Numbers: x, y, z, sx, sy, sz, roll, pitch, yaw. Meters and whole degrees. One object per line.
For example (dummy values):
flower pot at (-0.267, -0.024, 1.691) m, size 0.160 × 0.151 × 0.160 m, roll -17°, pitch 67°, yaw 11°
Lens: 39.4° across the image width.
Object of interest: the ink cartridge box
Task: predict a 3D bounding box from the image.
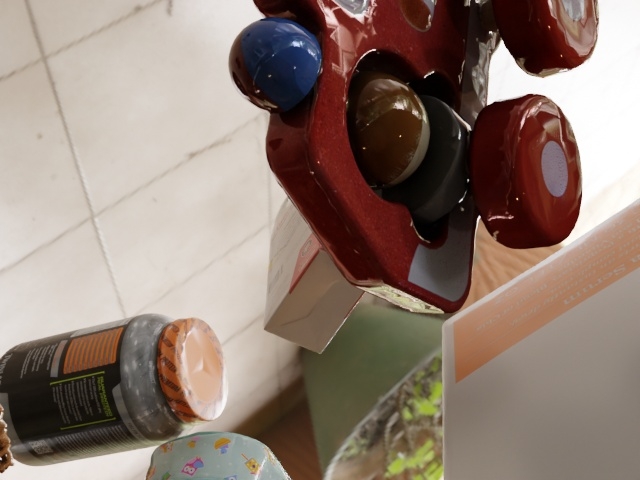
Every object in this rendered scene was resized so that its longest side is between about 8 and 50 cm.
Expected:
ink cartridge box at (0.000, 0.000, 0.895) m, size 0.115 × 0.067 × 0.198 m, roll -56°, pitch -161°, yaw 31°

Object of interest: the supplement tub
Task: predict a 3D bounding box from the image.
supplement tub at (-0.309, 0.218, 1.320) m, size 0.316 × 0.193 × 0.193 m, roll -13°, pitch 165°, yaw 20°

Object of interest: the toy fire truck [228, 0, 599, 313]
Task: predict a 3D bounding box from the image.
toy fire truck at (0.043, -0.118, 0.573) m, size 0.254 × 0.169 × 0.302 m, roll 26°, pitch 67°, yaw -44°

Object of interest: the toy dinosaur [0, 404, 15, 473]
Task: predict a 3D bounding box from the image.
toy dinosaur at (-0.388, 0.072, 0.772) m, size 0.218 × 0.322 × 0.164 m, roll -36°, pitch 166°, yaw 7°

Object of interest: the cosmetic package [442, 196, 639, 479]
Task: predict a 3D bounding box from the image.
cosmetic package at (0.207, 0.132, 0.537) m, size 0.230 × 0.161 × 0.453 m, roll -35°, pitch -171°, yaw 15°

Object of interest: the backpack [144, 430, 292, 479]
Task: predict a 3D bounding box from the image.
backpack at (-0.104, 0.297, 0.944) m, size 0.166 × 0.188 × 0.144 m, roll -12°, pitch -151°, yaw 21°
